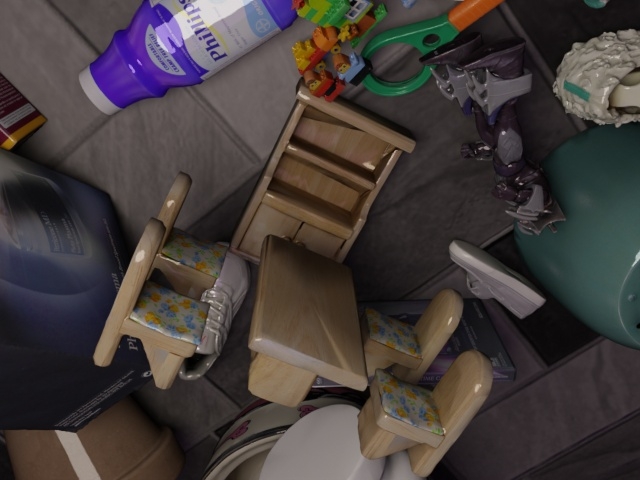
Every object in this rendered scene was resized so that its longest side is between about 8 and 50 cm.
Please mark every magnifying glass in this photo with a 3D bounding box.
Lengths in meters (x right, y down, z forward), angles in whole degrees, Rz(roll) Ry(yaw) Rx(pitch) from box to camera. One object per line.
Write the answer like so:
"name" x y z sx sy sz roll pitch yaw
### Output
"magnifying glass" 0.144 -0.255 0.778 0.231 0.026 0.092 -28 135 37

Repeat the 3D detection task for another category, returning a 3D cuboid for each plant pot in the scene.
"plant pot" 0.439 0.010 0.845 0.293 0.235 0.292 -1 115 -1
"plant pot" -0.375 0.307 0.979 0.263 0.263 0.229 -24 97 10

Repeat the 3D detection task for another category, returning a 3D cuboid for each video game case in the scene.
"video game case" 0.120 0.143 0.922 0.275 0.196 0.026 -1 114 -1

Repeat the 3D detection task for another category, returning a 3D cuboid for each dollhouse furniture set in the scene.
"dollhouse furniture set" 0.000 0.000 0.740 0.362 0.394 0.256 23 113 -12

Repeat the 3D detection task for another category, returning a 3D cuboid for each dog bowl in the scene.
"dog bowl" -0.010 0.425 1.082 0.408 0.150 0.407 -1 116 -2

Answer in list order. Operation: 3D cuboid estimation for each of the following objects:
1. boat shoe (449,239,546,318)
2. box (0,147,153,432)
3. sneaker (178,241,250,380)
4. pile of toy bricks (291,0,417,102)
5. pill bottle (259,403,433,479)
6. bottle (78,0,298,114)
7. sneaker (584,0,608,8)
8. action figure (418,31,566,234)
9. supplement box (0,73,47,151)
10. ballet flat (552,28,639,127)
"boat shoe" 0.259 0.063 0.966 0.184 0.066 0.063 28 111 -24
"box" -0.376 0.053 0.747 0.183 0.296 0.294 -36 152 15
"sneaker" -0.162 0.115 0.945 0.091 0.115 0.232 13 115 -8
"pile of toy bricks" 0.017 -0.263 0.725 0.105 0.118 0.212 13 140 -37
"pill bottle" 0.085 0.411 0.879 0.210 0.210 0.363 -31 113 13
"bottle" -0.166 -0.254 0.779 0.283 0.092 0.118 -28 115 12
"sneaker" 0.357 -0.372 0.763 0.076 0.065 0.166 -15 120 -12
"action figure" 0.229 -0.118 0.802 0.099 0.185 0.285 -29 120 1
"supplement box" -0.460 -0.186 0.799 0.081 0.104 0.188 -36 111 15
"ballet flat" 0.511 -0.208 0.799 0.409 0.147 0.146 -10 116 3
